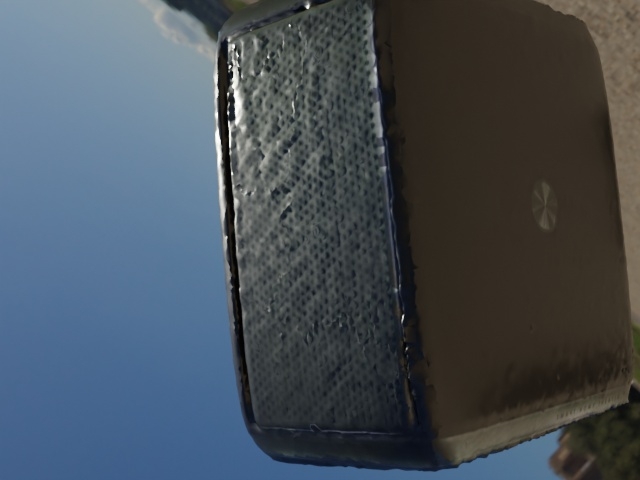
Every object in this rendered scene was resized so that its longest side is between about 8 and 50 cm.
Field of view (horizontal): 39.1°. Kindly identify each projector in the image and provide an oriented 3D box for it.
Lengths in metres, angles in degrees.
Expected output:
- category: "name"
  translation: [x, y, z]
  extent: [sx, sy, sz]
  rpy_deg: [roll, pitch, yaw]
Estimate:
- category: "projector"
  translation: [0.108, -0.021, 0.868]
  extent: [0.242, 0.406, 0.395]
  rpy_deg: [-8, 176, 42]
